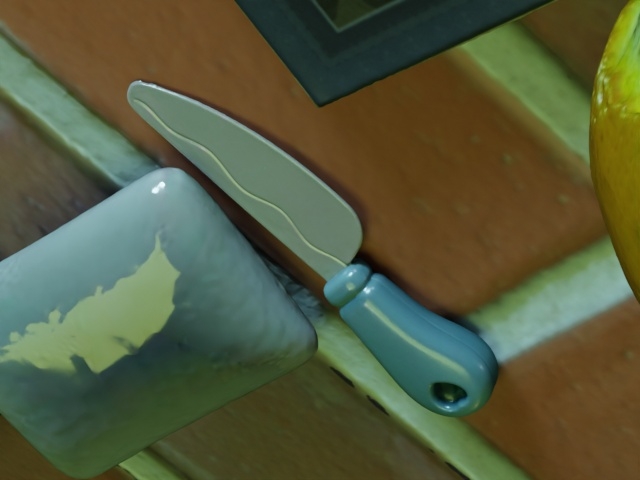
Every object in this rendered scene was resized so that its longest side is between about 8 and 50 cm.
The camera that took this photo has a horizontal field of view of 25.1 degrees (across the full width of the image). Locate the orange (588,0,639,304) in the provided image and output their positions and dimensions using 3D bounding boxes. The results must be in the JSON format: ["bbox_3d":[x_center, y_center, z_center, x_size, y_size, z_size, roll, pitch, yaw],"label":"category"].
[{"bbox_3d":[0.206,-0.006,0.493,0.237,0.179,0.158,14,134,11],"label":"orange"}]

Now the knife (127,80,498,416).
[{"bbox_3d":[0.002,0.000,0.725,0.244,0.032,0.058,46,137,-13],"label":"knife"}]

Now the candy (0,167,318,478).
[{"bbox_3d":[-0.105,0.047,0.766,0.174,0.071,0.138,-29,116,19],"label":"candy"}]

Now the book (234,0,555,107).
[{"bbox_3d":[0.042,-0.167,0.534,0.269,0.025,0.191,-20,120,40],"label":"book"}]
